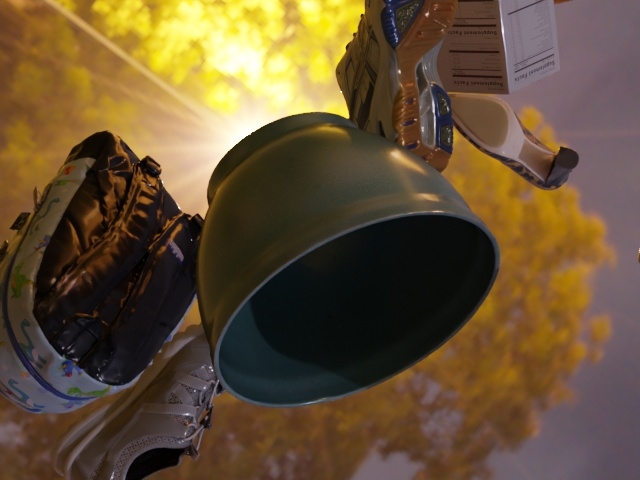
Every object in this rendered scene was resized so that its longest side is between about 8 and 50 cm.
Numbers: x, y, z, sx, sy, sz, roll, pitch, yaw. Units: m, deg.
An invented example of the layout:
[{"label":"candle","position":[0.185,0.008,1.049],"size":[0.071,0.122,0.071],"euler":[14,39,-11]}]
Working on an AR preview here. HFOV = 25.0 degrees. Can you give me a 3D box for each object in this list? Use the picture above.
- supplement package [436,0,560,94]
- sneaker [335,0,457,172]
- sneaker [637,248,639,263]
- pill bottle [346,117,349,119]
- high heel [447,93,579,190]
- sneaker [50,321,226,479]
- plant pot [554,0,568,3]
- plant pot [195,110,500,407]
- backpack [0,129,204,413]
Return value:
[{"label":"supplement package","position":[0.229,-0.335,1.987],"size":[0.134,0.244,0.139],"euler":[8,-156,41]},{"label":"sneaker","position":[0.065,-0.208,1.526],"size":[0.131,0.112,0.296],"euler":[11,-79,48]},{"label":"sneaker","position":[0.395,0.002,1.431],"size":[0.058,0.152,0.084],"euler":[-31,132,-52]},{"label":"pill bottle","position":[0.041,-0.055,2.358],"size":[0.210,0.210,0.363],"euler":[-44,-174,28]},{"label":"high heel","position":[0.309,-0.165,2.471],"size":[0.093,0.261,0.186],"euler":[-62,176,-8]},{"label":"sneaker","position":[-0.155,0.193,1.600],"size":[0.281,0.115,0.105],"euler":[-41,153,-13]},{"label":"plant pot","position":[0.368,-0.497,2.078],"size":[0.291,0.203,0.291],"euler":[-23,-157,10]},{"label":"plant pot","position":[0.000,0.000,1.412],"size":[0.293,0.293,0.196],"euler":[-45,-127,25]},{"label":"backpack","position":[-0.318,0.073,1.963],"size":[0.273,0.290,0.355],"euler":[-28,-152,21]}]
